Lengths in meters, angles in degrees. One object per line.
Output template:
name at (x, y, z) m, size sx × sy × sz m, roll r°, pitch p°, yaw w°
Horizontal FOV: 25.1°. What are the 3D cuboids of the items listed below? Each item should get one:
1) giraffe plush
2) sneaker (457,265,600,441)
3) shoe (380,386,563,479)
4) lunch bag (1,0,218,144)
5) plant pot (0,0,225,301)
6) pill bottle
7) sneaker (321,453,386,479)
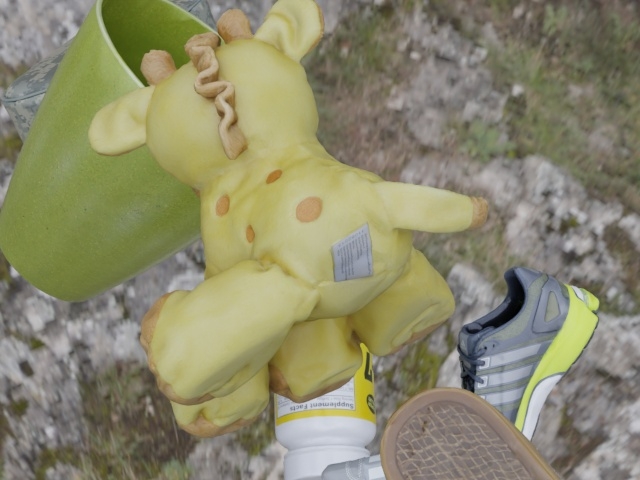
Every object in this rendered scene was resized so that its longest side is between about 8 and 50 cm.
giraffe plush at (-0.033, -0.023, 0.744) m, size 0.181 × 0.210 × 0.170 m, roll -20°, pitch 66°, yaw -23°
sneaker at (0.196, 0.161, 1.651) m, size 0.121 × 0.111 × 0.300 m, roll 33°, pitch 81°, yaw -16°
shoe at (0.100, 0.148, 0.546) m, size 0.076 × 0.058 × 0.219 m, roll -33°, pitch 59°, yaw -3°
lunch bag at (-0.224, -0.146, 1.849) m, size 0.212 × 0.256 × 0.305 m, roll -9°, pitch 25°, yaw 25°
plant pot at (-0.217, -0.078, 1.576) m, size 0.293 × 0.275 × 0.275 m, roll -46°, pitch 75°, yaw 23°
pill bottle at (0.004, 0.179, 1.659) m, size 0.119 × 0.119 × 0.208 m, roll -1°, pitch 69°, yaw -4°
sneaker at (0.050, 0.256, 1.044) m, size 0.132 × 0.086 × 0.228 m, roll -9°, pitch 102°, yaw 14°
